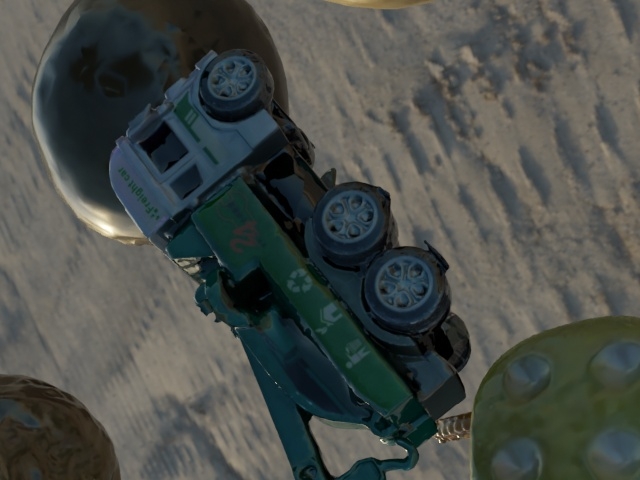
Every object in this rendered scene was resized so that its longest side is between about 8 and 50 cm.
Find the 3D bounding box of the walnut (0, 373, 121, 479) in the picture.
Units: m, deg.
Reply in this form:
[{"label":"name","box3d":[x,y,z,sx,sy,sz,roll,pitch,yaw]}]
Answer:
[{"label":"walnut","box3d":[-0.363,0.290,1.131,0.227,0.273,0.273,-1,112,33]}]

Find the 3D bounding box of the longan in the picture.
[{"label":"longan","box3d":[-0.245,-0.193,1.533,0.404,0.404,0.436,53,151,21]}]

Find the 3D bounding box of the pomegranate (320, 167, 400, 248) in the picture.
[{"label":"pomegranate","box3d":[0.002,0.025,1.772,0.291,0.290,0.323,58,177,13]}]

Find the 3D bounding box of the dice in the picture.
[{"label":"dice","box3d":[0.297,0.231,1.002,0.233,0.238,0.227,-19,132,28]}]

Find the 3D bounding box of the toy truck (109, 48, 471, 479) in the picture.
[{"label":"toy truck","box3d":[-0.022,0.021,0.773,0.363,0.178,0.176,54,179,27]}]

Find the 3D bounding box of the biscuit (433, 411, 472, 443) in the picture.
[{"label":"biscuit","box3d":[0.269,0.240,1.326,0.254,0.253,0.035,144,121,-61]}]

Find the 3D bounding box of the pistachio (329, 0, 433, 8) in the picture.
[{"label":"pistachio","box3d":[0.050,-0.269,0.876,0.223,0.152,0.126,-1,118,23]}]
